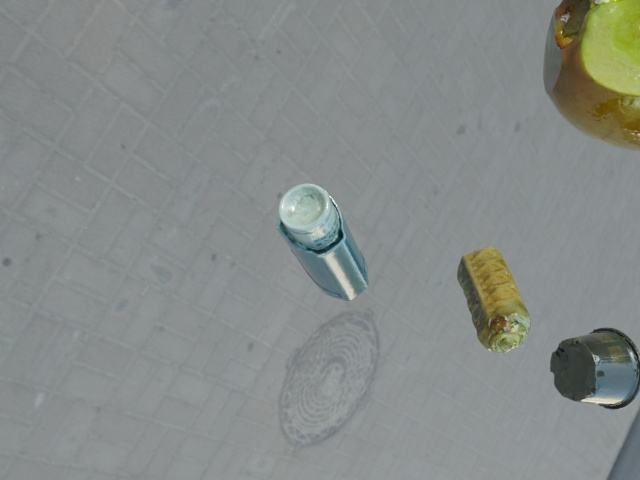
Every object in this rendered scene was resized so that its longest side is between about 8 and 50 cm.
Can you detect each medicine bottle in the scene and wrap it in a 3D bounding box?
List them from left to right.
[{"bbox_3d":[0.000,0.000,0.894,0.079,0.124,0.258,-37,156,-3],"label":"medicine bottle"}]

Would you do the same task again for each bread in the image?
[{"bbox_3d":[0.310,0.105,1.218,0.098,0.269,0.087,-26,112,13],"label":"bread"}]

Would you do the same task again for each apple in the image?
[{"bbox_3d":[0.569,-0.341,1.149,0.374,0.374,0.384,-42,156,-27],"label":"apple"}]

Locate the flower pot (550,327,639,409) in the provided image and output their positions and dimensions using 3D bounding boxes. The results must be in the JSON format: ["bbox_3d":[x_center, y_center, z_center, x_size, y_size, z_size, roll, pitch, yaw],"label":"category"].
[{"bbox_3d":[0.516,0.244,1.290,0.107,0.157,0.157,5,106,-26],"label":"flower pot"}]
